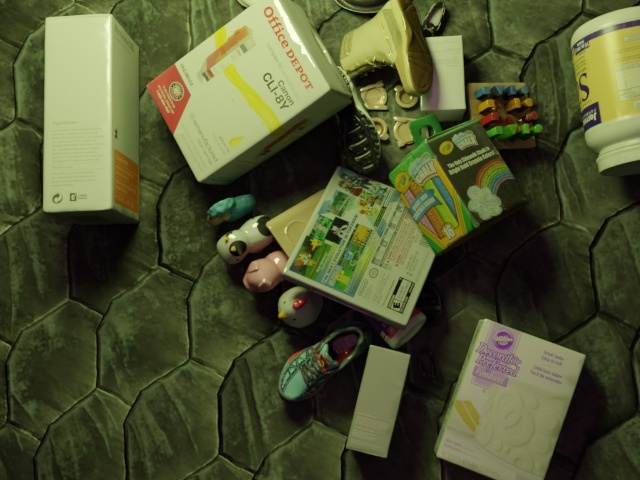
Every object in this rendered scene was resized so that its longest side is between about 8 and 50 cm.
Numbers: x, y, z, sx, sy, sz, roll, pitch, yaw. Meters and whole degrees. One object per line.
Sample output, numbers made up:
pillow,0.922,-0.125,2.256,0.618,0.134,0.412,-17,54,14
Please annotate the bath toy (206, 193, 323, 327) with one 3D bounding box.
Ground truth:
bath toy,-0.130,0.056,1.904,0.151,0.129,0.348,-36,83,0

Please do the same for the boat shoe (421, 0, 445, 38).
boat shoe,0.269,-0.524,1.982,0.046,0.038,0.125,29,86,7

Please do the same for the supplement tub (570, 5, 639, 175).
supplement tub,0.704,-0.328,1.824,0.241,0.241,0.331,-7,83,4

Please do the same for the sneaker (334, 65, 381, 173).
sneaker,0.081,-0.287,1.936,0.100,0.108,0.272,-23,83,20

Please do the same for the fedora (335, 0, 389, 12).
fedora,0.132,-0.690,1.970,0.275,0.124,0.244,-38,82,0

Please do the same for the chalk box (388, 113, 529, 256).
chalk box,0.291,-0.146,1.838,0.180,0.179,0.289,-24,79,-32

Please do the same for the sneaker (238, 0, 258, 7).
sneaker,-0.197,-0.690,1.984,0.114,0.152,0.305,-32,83,-2

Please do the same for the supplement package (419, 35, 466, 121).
supplement package,0.286,-0.380,1.931,0.105,0.105,0.179,-1,83,5

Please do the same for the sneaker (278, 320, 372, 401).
sneaker,0.001,0.272,1.869,0.262,0.125,0.104,-41,82,-1

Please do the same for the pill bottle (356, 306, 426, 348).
pill bottle,0.141,0.146,1.875,0.108,0.108,0.193,-44,71,-1

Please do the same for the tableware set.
tableware set,0.170,-0.308,1.975,0.141,0.020,0.169,-3,83,4

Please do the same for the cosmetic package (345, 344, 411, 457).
cosmetic package,0.133,0.359,1.849,0.107,0.127,0.238,11,83,7

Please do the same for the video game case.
video game case,0.113,0.009,1.869,0.300,0.036,0.329,23,60,7

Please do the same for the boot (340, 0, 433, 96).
boot,0.147,-0.417,1.901,0.203,0.095,0.262,-27,66,38

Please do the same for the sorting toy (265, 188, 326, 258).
sorting toy,0.000,0.000,1.916,0.193,0.038,0.208,-32,79,-28

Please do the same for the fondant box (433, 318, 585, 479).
fondant box,0.423,0.371,1.840,0.238,0.096,0.330,20,84,7

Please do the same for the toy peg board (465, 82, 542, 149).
toy peg board,0.435,-0.298,1.894,0.161,0.079,0.161,-4,83,-20

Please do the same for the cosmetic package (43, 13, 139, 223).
cosmetic package,-0.534,-0.275,1.925,0.161,0.230,0.453,-2,84,4

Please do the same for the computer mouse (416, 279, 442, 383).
computer mouse,0.256,0.212,1.904,0.071,0.041,0.242,-2,90,22

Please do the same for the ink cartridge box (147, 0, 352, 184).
ink cartridge box,-0.164,-0.345,1.885,0.384,0.160,0.279,-32,80,18
